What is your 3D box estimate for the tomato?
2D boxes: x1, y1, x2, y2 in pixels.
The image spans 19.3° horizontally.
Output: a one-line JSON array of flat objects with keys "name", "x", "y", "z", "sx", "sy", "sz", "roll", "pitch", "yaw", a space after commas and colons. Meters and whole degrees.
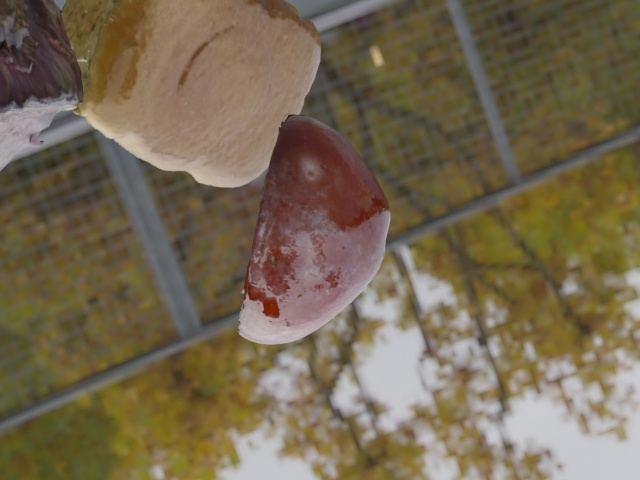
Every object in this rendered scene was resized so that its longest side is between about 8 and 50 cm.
[{"name": "tomato", "x": 0.000, "y": 0.000, "z": 1.292, "sx": 0.091, "sy": 0.159, "sz": 0.139, "roll": 16, "pitch": -165, "yaw": 4}]

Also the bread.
[{"name": "bread", "x": -0.110, "y": -0.146, "z": 1.547, "sx": 0.121, "sy": 0.245, "sz": 0.174, "roll": 39, "pitch": -81, "yaw": 39}]

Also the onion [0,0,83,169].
[{"name": "onion", "x": -0.272, "y": -0.100, "z": 0.949, "sx": 0.272, "sy": 0.230, "sz": 0.256, "roll": -26, "pitch": 177, "yaw": -8}]
